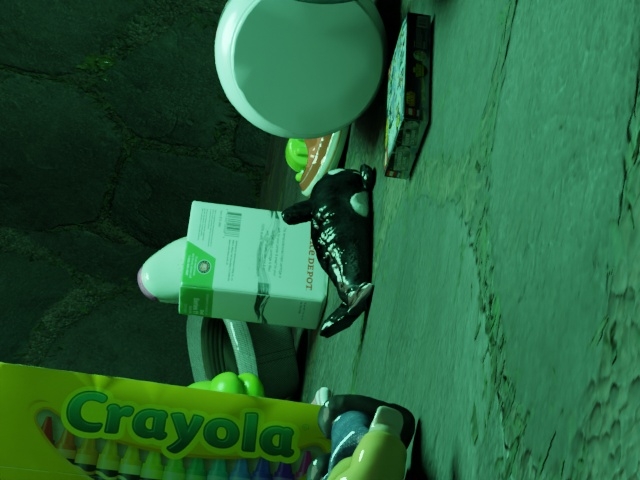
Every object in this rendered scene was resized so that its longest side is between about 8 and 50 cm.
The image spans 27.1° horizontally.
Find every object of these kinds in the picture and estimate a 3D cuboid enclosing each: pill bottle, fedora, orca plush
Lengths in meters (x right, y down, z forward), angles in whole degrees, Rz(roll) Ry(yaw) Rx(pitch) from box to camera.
[{"bbox_3d":[-0.027,-0.237,1.642,0.363,0.210,0.210,-109,28,-79],"label":"pill bottle"},{"bbox_3d":[-0.112,0.187,2.117,0.275,0.124,0.244,148,110,-67],"label":"fedora"},{"bbox_3d":[0.000,0.000,1.559,0.287,0.102,0.151,-87,8,-45],"label":"orca plush"}]

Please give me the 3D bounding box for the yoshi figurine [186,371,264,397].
[{"bbox_3d":[-0.164,0.362,1.959,0.203,0.203,0.362,1,-80,-69],"label":"yoshi figurine"}]

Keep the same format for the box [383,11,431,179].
[{"bbox_3d":[0.085,-0.142,1.298,0.094,0.027,0.137,105,172,-55],"label":"box"}]

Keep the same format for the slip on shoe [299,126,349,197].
[{"bbox_3d":[-0.001,-0.227,1.941,0.123,0.101,0.331,-150,67,-82],"label":"slip on shoe"}]

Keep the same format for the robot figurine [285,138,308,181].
[{"bbox_3d":[-0.024,-0.150,2.218,0.115,0.067,0.101,127,146,-79],"label":"robot figurine"}]

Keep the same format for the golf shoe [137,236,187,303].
[{"bbox_3d":[-0.151,0.017,2.177,0.115,0.306,0.140,67,157,13],"label":"golf shoe"}]

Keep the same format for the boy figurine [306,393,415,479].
[{"bbox_3d":[0.036,0.209,0.947,0.285,0.092,0.177,-101,20,-72],"label":"boy figurine"}]

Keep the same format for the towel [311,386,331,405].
[{"bbox_3d":[-0.017,0.296,1.671,0.197,0.029,0.144,105,171,-49],"label":"towel"}]

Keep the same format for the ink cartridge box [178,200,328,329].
[{"bbox_3d":[-0.094,0.037,1.929,0.087,0.208,0.153,101,176,-55],"label":"ink cartridge box"}]

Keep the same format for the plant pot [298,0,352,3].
[{"bbox_3d":[0.001,-0.363,1.282,0.235,0.293,0.293,-119,35,-55],"label":"plant pot"}]

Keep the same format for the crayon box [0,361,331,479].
[{"bbox_3d":[-0.140,0.293,1.197,0.106,0.362,0.313,109,168,-62],"label":"crayon box"}]
